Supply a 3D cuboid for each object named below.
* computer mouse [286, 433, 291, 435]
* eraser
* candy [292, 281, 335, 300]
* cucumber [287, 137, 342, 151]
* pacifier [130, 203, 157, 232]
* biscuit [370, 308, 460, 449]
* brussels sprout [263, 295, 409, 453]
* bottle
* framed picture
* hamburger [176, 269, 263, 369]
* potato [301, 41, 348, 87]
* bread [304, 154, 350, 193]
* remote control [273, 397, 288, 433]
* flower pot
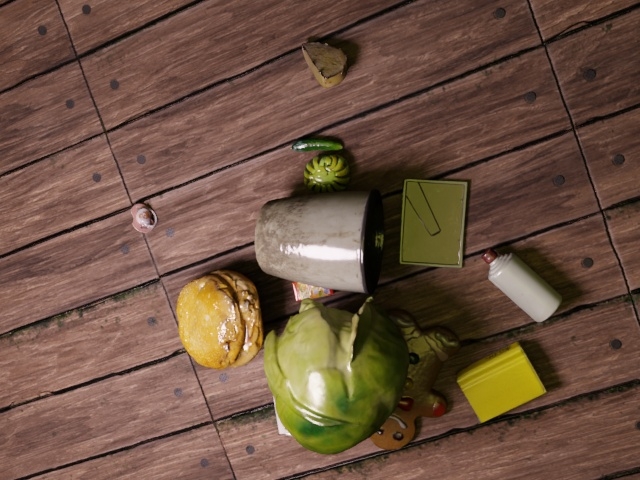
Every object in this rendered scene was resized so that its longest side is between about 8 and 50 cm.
[{"bbox_3d":[-0.072,0.595,1.893,0.110,0.032,0.056,8,80,13],"label":"computer mouse"},{"bbox_3d":[0.526,0.413,1.753,0.226,0.069,0.158,-29,90,11],"label":"eraser"},{"bbox_3d":[-0.021,0.144,1.836,0.121,0.038,0.062,-12,94,11],"label":"candy"},{"bbox_3d":[-0.017,-0.287,1.794,0.167,0.039,0.039,0,96,7],"label":"cucumber"},{"bbox_3d":[-0.567,-0.064,1.904,0.078,0.081,0.099,-35,61,42],"label":"pacifier"},{"bbox_3d":[0.256,0.441,1.805,0.282,0.064,0.432,20,98,7],"label":"biscuit"},{"bbox_3d":[0.028,0.372,1.601,0.342,0.361,0.425,33,125,-22],"label":"brussels sprout"},{"bbox_3d":[0.560,0.115,1.702,0.245,0.104,0.104,42,101,3],"label":"bottle"},{"bbox_3d":[0.331,-0.050,1.764,0.188,0.023,0.260,3,96,9],"label":"framed picture"},{"bbox_3d":[-0.289,0.233,1.784,0.314,0.170,0.290,1,95,46],"label":"hamburger"},{"bbox_3d":[0.021,-0.509,1.756,0.100,0.089,0.172,-28,58,-8],"label":"potato"},{"bbox_3d":[0.018,-0.196,1.781,0.139,0.071,0.130,17,103,8],"label":"bread"},{"bbox_3d":[-0.096,0.453,1.862,0.102,0.055,0.277,-10,88,10],"label":"remote control"},{"bbox_3d":[0.000,0.000,1.697,0.330,0.293,0.294,2,96,14],"label":"flower pot"}]
